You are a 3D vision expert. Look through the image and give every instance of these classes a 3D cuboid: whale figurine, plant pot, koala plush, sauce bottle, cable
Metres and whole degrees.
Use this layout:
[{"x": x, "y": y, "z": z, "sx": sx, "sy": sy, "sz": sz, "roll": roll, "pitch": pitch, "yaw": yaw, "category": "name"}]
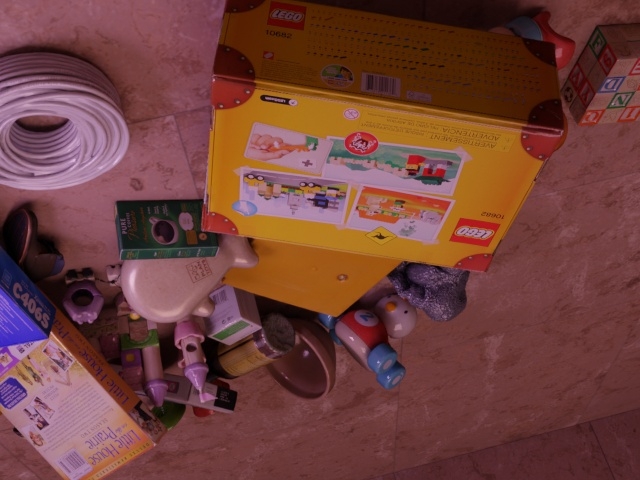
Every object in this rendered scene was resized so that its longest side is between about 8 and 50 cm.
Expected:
[{"x": -0.266, "y": 0.050, "z": 1.689, "sx": 0.272, "sy": 0.141, "sz": 0.216, "roll": -26, "pitch": 106, "yaw": -11, "category": "whale figurine"}, {"x": -0.043, "y": 0.275, "z": 2.108, "sx": 0.110, "sy": 0.237, "sz": 0.237, "roll": -40, "pitch": 166, "yaw": -39, "category": "plant pot"}, {"x": 0.286, "y": 0.046, "z": 1.898, "sx": 0.196, "sy": 0.203, "sz": 0.221, "roll": 7, "pitch": 130, "yaw": -33, "category": "koala plush"}, {"x": -0.200, "y": 0.275, "z": 2.063, "sx": 0.111, "sy": 0.111, "sz": 0.344, "roll": 13, "pitch": 152, "yaw": -38, "category": "sauce bottle"}, {"x": -0.430, "y": -0.177, "z": 1.302, "sx": 0.257, "sy": 0.089, "sz": 0.257, "roll": -32, "pitch": 146, "yaw": 22, "category": "cable"}]

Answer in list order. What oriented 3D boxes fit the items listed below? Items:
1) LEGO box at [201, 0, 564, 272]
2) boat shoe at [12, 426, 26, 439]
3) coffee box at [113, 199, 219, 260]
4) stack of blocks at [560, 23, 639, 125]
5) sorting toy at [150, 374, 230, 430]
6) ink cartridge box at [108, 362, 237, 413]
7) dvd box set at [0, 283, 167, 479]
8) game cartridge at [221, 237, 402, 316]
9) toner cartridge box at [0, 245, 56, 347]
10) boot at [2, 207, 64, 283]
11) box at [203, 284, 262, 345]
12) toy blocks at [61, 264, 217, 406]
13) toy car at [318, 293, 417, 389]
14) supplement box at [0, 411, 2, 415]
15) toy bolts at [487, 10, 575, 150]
[{"x": 0.076, "y": -0.154, "z": 1.332, "sx": 0.500, "sy": 0.193, "sz": 0.372, "roll": 9, "pitch": 145, "yaw": -5, "category": "LEGO box"}, {"x": -0.741, "y": 0.487, "z": 2.222, "sx": 0.152, "sy": 0.056, "sz": 0.049, "roll": -25, "pitch": 152, "yaw": 15, "category": "boat shoe"}, {"x": -0.291, "y": -0.021, "z": 1.585, "sx": 0.184, "sy": 0.113, "sz": 0.040, "roll": -3, "pitch": 149, "yaw": -23, "category": "coffee box"}, {"x": 0.623, "y": -0.311, "z": 1.567, "sx": 0.297, "sy": 0.087, "sz": 0.171, "roll": -7, "pitch": 147, "yaw": -15, "category": "stack of blocks"}, {"x": -0.427, "y": 0.431, "z": 2.267, "sx": 0.365, "sy": 0.127, "sz": 0.126, "roll": -24, "pitch": 118, "yaw": 17, "category": "sorting toy"}, {"x": -0.402, "y": 0.361, "z": 2.078, "sx": 0.371, "sy": 0.069, "sz": 0.176, "roll": 1, "pitch": 162, "yaw": 33, "category": "ink cartridge box"}, {"x": -0.552, "y": 0.313, "z": 1.757, "sx": 0.307, "sy": 0.420, "sz": 0.062, "roll": -37, "pitch": -172, "yaw": 34, "category": "dvd box set"}, {"x": -0.018, "y": 0.042, "z": 1.801, "sx": 0.324, "sy": 0.052, "sz": 0.285, "roll": 20, "pitch": 136, "yaw": -28, "category": "game cartridge"}, {"x": -0.635, "y": 0.063, "z": 1.496, "sx": 0.165, "sy": 0.075, "sz": 0.348, "roll": -12, "pitch": 136, "yaw": 12, "category": "toner cartridge box"}, {"x": -0.532, "y": 0.009, "z": 1.580, "sx": 0.106, "sy": 0.082, "sz": 0.219, "roll": -18, "pitch": 152, "yaw": -40, "category": "boot"}, {"x": -0.205, "y": 0.167, "z": 1.923, "sx": 0.101, "sy": 0.102, "sz": 0.087, "roll": -30, "pitch": 148, "yaw": 19, "category": "box"}, {"x": -0.383, "y": 0.236, "z": 1.801, "sx": 0.288, "sy": 0.260, "sz": 0.309, "roll": -7, "pitch": 147, "yaw": -13, "category": "toy blocks"}, {"x": 0.161, "y": 0.200, "z": 2.103, "sx": 0.238, "sy": 0.219, "sz": 0.210, "roll": -44, "pitch": 148, "yaw": -10, "category": "toy car"}, {"x": -0.817, "y": 0.331, "z": 1.780, "sx": 0.129, "sy": 0.194, "sz": 0.191, "roll": -50, "pitch": 157, "yaw": -23, "category": "supplement box"}, {"x": 0.314, "y": -0.256, "z": 1.408, "sx": 0.158, "sy": 0.218, "sz": 0.228, "roll": -12, "pitch": 143, "yaw": -33, "category": "toy bolts"}]
